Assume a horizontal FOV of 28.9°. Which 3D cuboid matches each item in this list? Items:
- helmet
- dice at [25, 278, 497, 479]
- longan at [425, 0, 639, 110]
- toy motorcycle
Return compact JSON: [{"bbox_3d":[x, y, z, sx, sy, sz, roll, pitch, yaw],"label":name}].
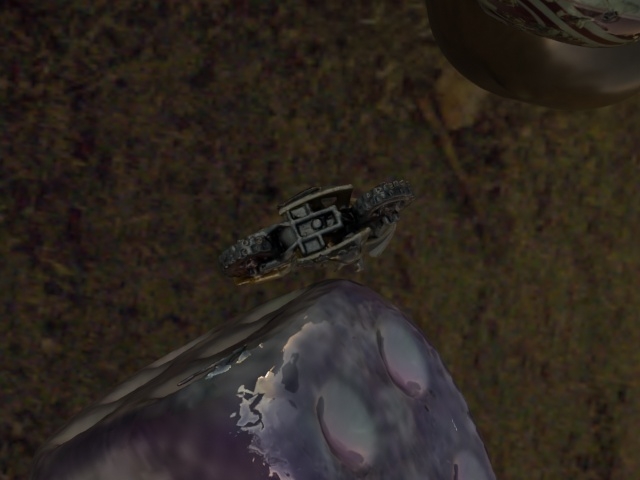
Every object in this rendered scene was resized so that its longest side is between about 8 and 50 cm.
[{"bbox_3d":[0.180,-0.185,0.767,0.177,0.107,0.153,-2,124,-45],"label":"helmet"},{"bbox_3d":[-0.037,0.205,0.944,0.271,0.270,0.270,61,28,-4],"label":"dice"},{"bbox_3d":[0.219,-0.238,1.157,0.258,0.258,0.258,-21,115,-55],"label":"longan"},{"bbox_3d":[0.000,-0.001,1.391,0.130,0.229,0.094,79,-11,-75],"label":"toy motorcycle"}]
